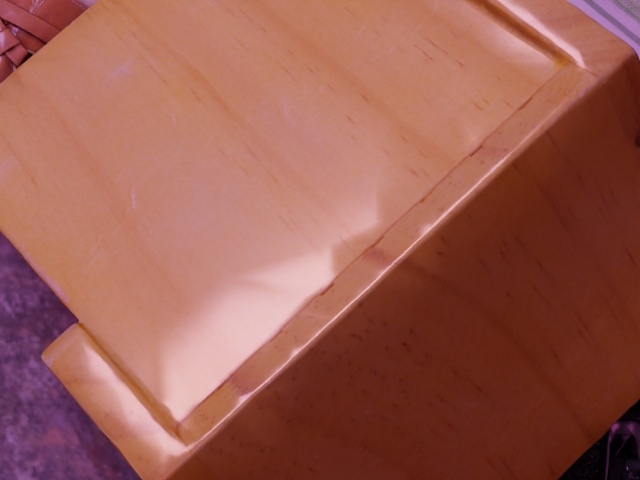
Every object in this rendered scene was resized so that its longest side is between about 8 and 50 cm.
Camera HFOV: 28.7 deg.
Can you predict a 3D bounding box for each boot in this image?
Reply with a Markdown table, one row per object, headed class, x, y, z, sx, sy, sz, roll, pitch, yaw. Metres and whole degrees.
| class | x | y | z | sx | sy | sz | roll | pitch | yaw |
| --- | --- | --- | --- | --- | --- | --- | --- | --- | --- |
| boot | -0.198 | -0.095 | 0.863 | 0.197 | 0.073 | 0.152 | 41 | 79 | -35 |

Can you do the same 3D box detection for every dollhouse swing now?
| class | x | y | z | sx | sy | sz | roll | pitch | yaw |
| --- | --- | --- | --- | --- | --- | --- | --- | --- | --- |
| dollhouse swing | 0.000 | 0.000 | 0.810 | 0.347 | 0.305 | 0.315 | -43 | 132 | -9 |

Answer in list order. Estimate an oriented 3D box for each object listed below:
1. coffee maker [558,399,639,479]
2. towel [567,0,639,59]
| class | x | y | z | sx | sy | sz | roll | pitch | yaw |
| --- | --- | --- | --- | --- | --- | --- | --- | --- | --- |
| coffee maker | 0.160 | 0.182 | 0.906 | 0.171 | 0.120 | 0.178 | 10 | 106 | 19 |
| towel | 0.191 | -0.159 | 0.844 | 0.113 | 0.023 | 0.152 | 39 | 107 | -6 |
